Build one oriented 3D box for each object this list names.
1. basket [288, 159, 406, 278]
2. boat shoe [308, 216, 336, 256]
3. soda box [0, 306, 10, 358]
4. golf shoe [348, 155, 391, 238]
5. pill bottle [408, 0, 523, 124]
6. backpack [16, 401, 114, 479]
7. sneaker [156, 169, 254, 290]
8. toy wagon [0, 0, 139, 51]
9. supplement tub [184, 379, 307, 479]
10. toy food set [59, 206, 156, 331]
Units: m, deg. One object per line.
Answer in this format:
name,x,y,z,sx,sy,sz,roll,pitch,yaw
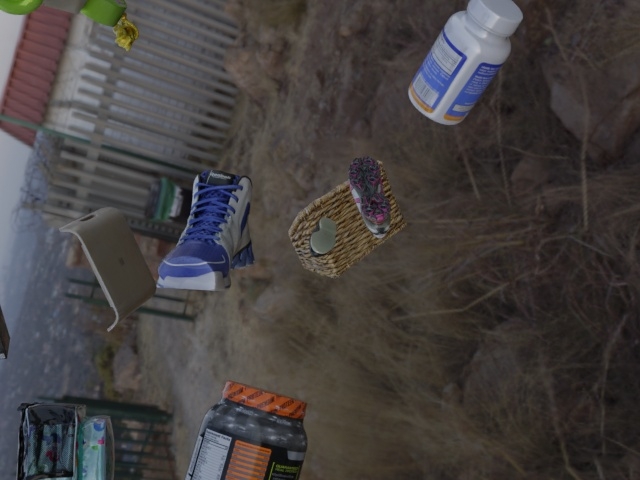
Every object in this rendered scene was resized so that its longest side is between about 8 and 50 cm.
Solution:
basket,0.050,-0.074,1.806,0.299,0.223,0.213,-36,25,-21
boat shoe,0.002,0.001,1.248,0.042,0.048,0.133,-59,6,27
soda box,-0.702,0.184,1.370,0.169,0.053,0.060,105,158,-46
golf shoe,0.095,-0.087,1.283,0.086,0.067,0.186,81,180,-52
pill bottle,0.317,-0.399,1.412,0.272,0.152,0.152,122,152,-44
backpack,-0.508,0.455,1.282,0.225,0.191,0.254,137,138,-71
sneaker,-0.194,-0.027,1.120,0.315,0.127,0.182,-57,-32,-77
toy wagon,-0.338,-0.328,0.688,0.068,0.344,0.267,-49,40,19
supplement tub,-0.146,0.445,1.197,0.207,0.207,0.338,-11,60,64
toy food set,-0.591,0.072,1.804,0.092,0.306,0.220,-19,11,19
